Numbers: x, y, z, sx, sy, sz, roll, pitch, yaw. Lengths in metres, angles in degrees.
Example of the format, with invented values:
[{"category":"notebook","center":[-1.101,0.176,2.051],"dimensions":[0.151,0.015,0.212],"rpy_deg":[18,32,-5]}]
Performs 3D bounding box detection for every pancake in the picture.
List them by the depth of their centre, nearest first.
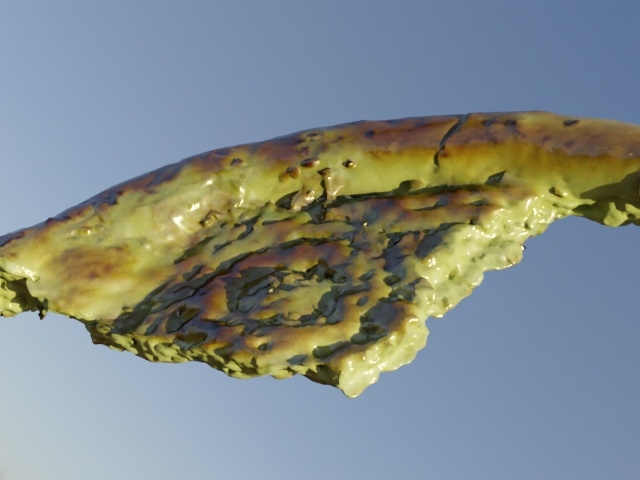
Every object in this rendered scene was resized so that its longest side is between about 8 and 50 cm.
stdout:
[{"category":"pancake","center":[-0.001,-0.005,0.438],"dimensions":[0.197,0.377,0.054],"rpy_deg":[-107,-176,-55]}]
